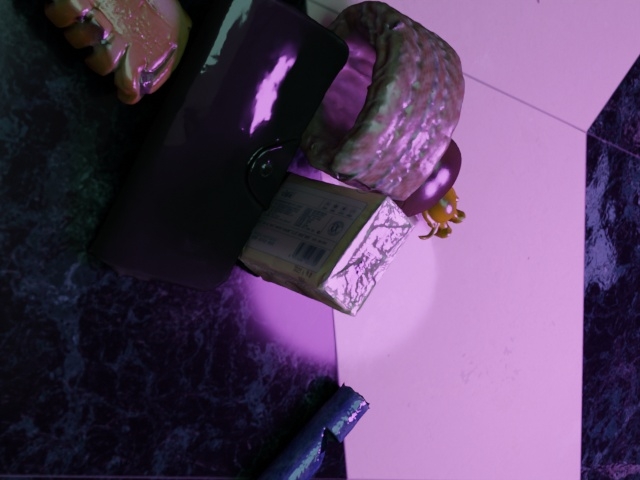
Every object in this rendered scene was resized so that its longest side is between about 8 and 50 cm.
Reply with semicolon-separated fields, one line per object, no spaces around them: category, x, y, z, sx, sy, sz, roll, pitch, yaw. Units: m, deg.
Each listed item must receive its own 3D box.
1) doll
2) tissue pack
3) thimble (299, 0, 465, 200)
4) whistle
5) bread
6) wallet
doll;0.149;-0.076;1.282;0.145;0.096;0.188;-26;127;-24
tissue pack;0.000;0.000;1.114;0.148;0.196;0.092;-54;130;-14
thimble;0.069;-0.181;1.118;0.148;0.196;0.229;21;91;-36
whistle;-0.046;0.337;1.263;0.304;0.062;0.062;-46;126;-19
bread;-0.234;-0.262;0.933;0.134;0.081;0.225;-50;125;-22
wallet;-0.119;-0.109;1.045;0.197;0.051;0.377;21;103;-40
